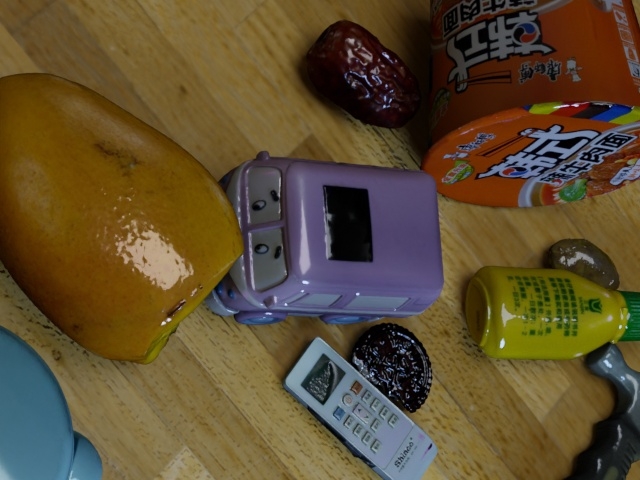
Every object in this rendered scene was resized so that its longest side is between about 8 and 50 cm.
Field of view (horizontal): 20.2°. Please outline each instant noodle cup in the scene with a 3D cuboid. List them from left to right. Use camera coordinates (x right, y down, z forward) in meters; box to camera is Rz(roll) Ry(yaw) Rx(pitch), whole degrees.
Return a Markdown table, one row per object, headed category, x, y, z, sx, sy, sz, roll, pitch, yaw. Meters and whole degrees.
| category | x | y | z | sx | sy | sz | roll | pitch | yaw |
| --- | --- | --- | --- | --- | --- | --- | --- | --- | --- |
| instant noodle cup | 0.214 | -0.165 | 1.754 | 0.250 | 0.250 | 0.192 | 8 | 67 | -30 |

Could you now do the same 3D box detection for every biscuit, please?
| category | x | y | z | sx | sy | sz | roll | pitch | yaw |
| --- | --- | --- | --- | --- | --- | --- | --- | --- | --- |
| biscuit | 0.069 | 0.122 | 1.713 | 0.087 | 0.027 | 0.089 | -5 | 81 | -33 |

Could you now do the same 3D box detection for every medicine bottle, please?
| category | x | y | z | sx | sy | sz | roll | pitch | yaw |
| --- | --- | --- | --- | --- | --- | --- | --- | --- | --- |
| medicine bottle | 0.271 | 0.075 | 1.807 | 0.260 | 0.064 | 0.095 | 2 | 67 | -22 |

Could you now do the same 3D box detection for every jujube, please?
| category | x | y | z | sx | sy | sz | roll | pitch | yaw |
| --- | --- | --- | --- | --- | --- | --- | --- | --- | --- |
| jujube | 0.043 | -0.156 | 1.740 | 0.129 | 0.077 | 0.077 | 37 | 61 | -32 |

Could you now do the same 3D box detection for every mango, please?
| category | x | y | z | sx | sy | sz | roll | pitch | yaw |
| --- | --- | --- | --- | --- | --- | --- | --- | --- | --- |
| mango | -0.198 | -0.029 | 1.519 | 0.257 | 0.138 | 0.187 | 40 | 82 | -1 |

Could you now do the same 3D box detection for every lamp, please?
| category | x | y | z | sx | sy | sz | roll | pitch | yaw |
| --- | --- | --- | --- | --- | --- | --- | --- | --- | --- |
| lamp | -0.316 | 0.139 | 1.399 | 0.209 | 0.147 | 0.284 | -48 | 113 | -33 |

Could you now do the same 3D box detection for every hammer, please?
| category | x | y | z | sx | sy | sz | roll | pitch | yaw |
| --- | --- | --- | --- | --- | --- | --- | --- | --- | --- |
| hammer | 0.284 | 0.229 | 1.814 | 0.159 | 0.041 | 0.226 | 48 | 58 | -11 |

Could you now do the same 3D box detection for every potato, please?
| category | x | y | z | sx | sy | sz | roll | pitch | yaw |
| --- | --- | --- | --- | --- | --- | --- | --- | --- | --- |
| potato | 0.273 | 0.024 | 1.853 | 0.092 | 0.045 | 0.046 | 23 | 107 | -24 |

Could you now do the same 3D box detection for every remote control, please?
| category | x | y | z | sx | sy | sz | roll | pitch | yaw |
| --- | --- | --- | --- | --- | --- | --- | --- | --- | --- |
| remote control | 0.036 | 0.168 | 1.682 | 0.166 | 0.029 | 0.065 | 43 | 61 | -11 |

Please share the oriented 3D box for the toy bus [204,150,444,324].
| category | x | y | z | sx | sy | sz | roll | pitch | yaw |
| --- | --- | --- | --- | --- | --- | --- | --- | --- | --- |
| toy bus | 0.000 | 0.000 | 1.631 | 0.202 | 0.142 | 0.142 | 4 | 77 | -31 |
